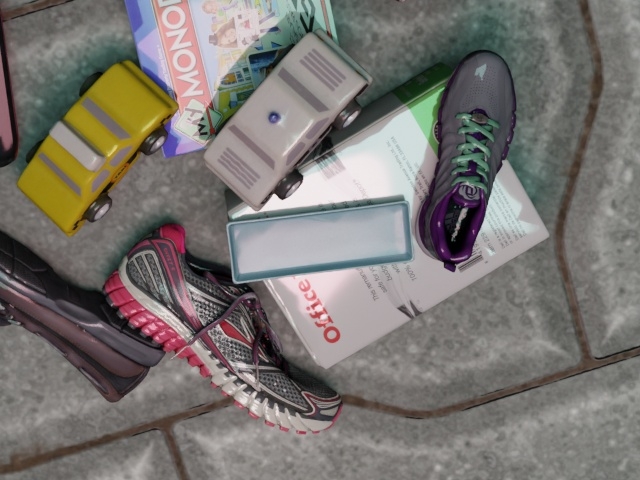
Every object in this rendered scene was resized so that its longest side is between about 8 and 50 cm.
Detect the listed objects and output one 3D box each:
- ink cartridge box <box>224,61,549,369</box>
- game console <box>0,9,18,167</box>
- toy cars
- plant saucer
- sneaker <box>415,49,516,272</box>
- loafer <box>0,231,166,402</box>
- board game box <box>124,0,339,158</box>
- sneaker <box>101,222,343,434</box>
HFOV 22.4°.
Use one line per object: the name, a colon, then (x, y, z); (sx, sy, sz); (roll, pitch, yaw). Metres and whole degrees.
ink cartridge box: (0.067, -0.029, 1.754); (0.289, 0.121, 0.211); (-30, 105, 2)
game console: (-0.523, -0.221, 1.667); (0.386, 0.060, 0.342); (-6, 105, -5)
toy cars: (-0.140, -0.109, 1.650); (0.393, 0.087, 0.176); (-7, 90, 13)
plant saucer: (0.000, 0.000, 1.682); (0.192, 0.018, 0.067); (-7, 105, -3)
sneaker: (0.158, -0.079, 1.638); (0.083, 0.098, 0.224); (9, 102, -9)
loafer: (-0.314, 0.076, 1.750); (0.302, 0.109, 0.095); (32, 103, -17)
board game box: (-0.101, -0.264, 1.712); (0.213, 0.046, 0.317); (-14, 106, -3)
sneaker: (-0.092, 0.105, 1.774); (0.299, 0.121, 0.112); (38, 96, -14)
